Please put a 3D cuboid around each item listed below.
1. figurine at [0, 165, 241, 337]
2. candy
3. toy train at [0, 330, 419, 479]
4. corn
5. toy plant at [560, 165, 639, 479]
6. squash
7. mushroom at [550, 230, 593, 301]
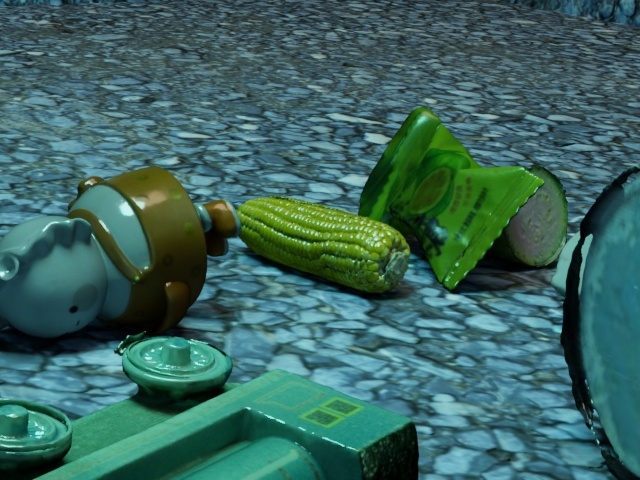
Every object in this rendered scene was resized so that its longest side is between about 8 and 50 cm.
[{"bbox_3d":[-0.193,0.012,1.405,0.271,0.143,0.143,-1,16,-26],"label":"figurine"},{"bbox_3d":[0.126,-0.037,1.711,0.069,0.149,0.246,28,6,-26],"label":"candy"},{"bbox_3d":[-0.087,0.149,0.969,0.194,0.120,0.298,18,20,27],"label":"toy train"},{"bbox_3d":[0.000,0.000,1.634,0.203,0.072,0.072,16,19,40],"label":"corn"},{"bbox_3d":[0.369,0.065,1.229,0.332,0.247,0.247,1,15,-22],"label":"toy plant"},{"bbox_3d":[0.180,-0.022,1.766,0.105,0.105,0.132,-8,4,-40],"label":"squash"},{"bbox_3d":[0.338,0.034,1.578,0.270,0.103,0.118,4,17,-46],"label":"mushroom"}]
